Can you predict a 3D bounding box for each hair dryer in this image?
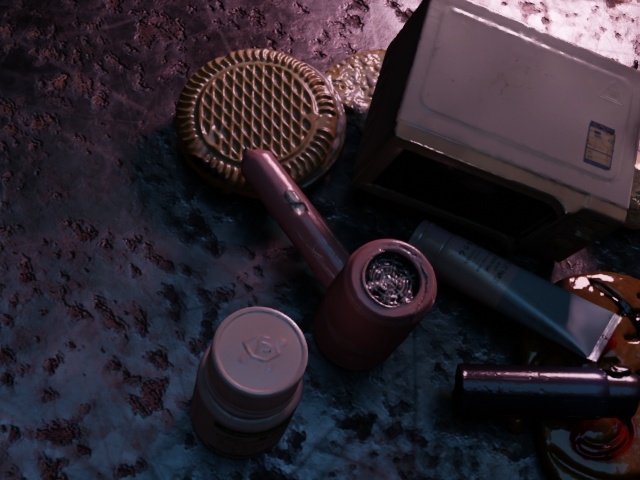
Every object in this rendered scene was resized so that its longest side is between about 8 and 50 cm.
[{"bbox_3d":[0.000,0.000,1.473,0.125,0.210,0.352,-34,78,-23],"label":"hair dryer"}]

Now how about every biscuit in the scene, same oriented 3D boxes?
[{"bbox_3d":[0.404,0.215,1.539,0.314,0.063,0.367,-1,65,-12],"label":"biscuit"},{"bbox_3d":[0.117,-0.222,1.717,0.265,0.040,0.188,3,63,-7],"label":"biscuit"},{"bbox_3d":[-0.087,-0.175,1.620,0.259,0.079,0.259,1,70,-3],"label":"biscuit"}]

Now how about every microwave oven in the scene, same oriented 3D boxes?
[{"bbox_3d":[0.256,-0.157,1.583,0.355,0.218,0.286,19,67,-10],"label":"microwave oven"}]

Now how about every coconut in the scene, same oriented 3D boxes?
[{"bbox_3d":[0.506,-0.081,1.677,0.122,0.116,0.116,-20,69,-14],"label":"coconut"}]

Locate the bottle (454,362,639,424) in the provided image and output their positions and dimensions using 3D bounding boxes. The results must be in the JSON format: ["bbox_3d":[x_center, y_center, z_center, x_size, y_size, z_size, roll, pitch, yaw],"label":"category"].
[{"bbox_3d":[0.305,0.202,1.463,0.244,0.072,0.082,3,102,1],"label":"bottle"}]

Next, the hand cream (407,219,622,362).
[{"bbox_3d":[0.271,0.070,1.553,0.312,0.070,0.111,31,44,17],"label":"hand cream"}]

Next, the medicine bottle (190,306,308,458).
[{"bbox_3d":[-0.089,0.180,1.366,0.139,0.237,0.139,5,61,-9],"label":"medicine bottle"}]
